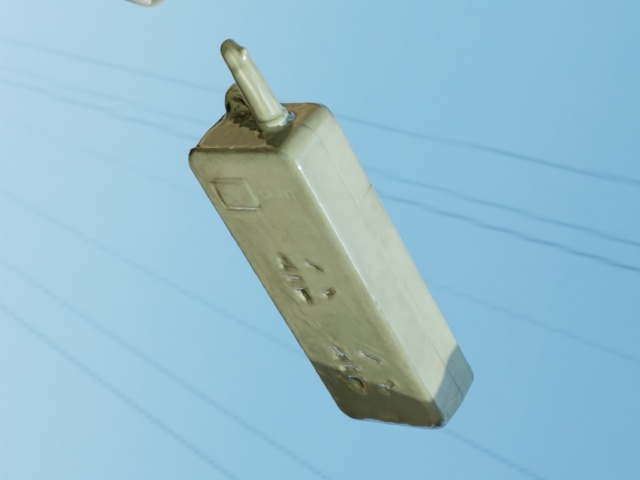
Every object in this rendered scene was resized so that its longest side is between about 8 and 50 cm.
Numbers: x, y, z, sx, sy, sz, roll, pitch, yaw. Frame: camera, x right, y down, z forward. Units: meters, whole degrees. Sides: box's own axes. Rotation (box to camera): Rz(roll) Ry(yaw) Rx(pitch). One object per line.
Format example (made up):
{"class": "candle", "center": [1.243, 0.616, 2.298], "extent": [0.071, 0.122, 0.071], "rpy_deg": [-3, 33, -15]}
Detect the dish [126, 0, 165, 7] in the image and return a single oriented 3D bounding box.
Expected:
{"class": "dish", "center": [-0.194, -0.285, 1.417], "extent": [0.151, 0.212, 0.077], "rpy_deg": [-31, -125, 42]}

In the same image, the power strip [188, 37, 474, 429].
{"class": "power strip", "center": [0.000, 0.000, 0.938], "extent": [0.093, 0.288, 0.053], "rpy_deg": [2, -136, 43]}
